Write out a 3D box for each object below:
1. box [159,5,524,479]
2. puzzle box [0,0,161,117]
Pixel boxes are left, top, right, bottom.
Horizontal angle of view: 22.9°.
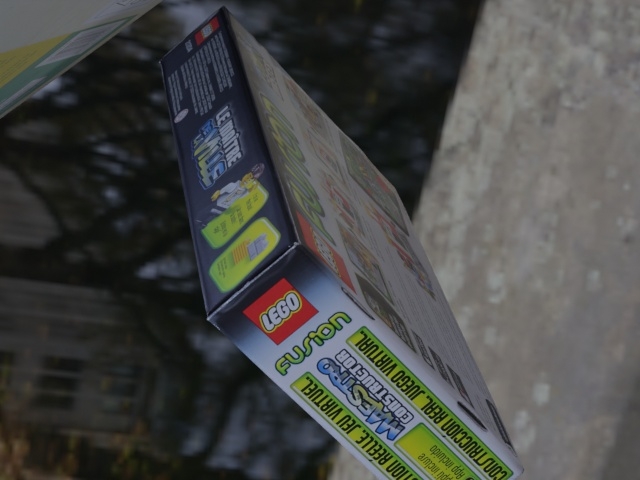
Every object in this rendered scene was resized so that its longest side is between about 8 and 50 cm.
[{"bbox_3d":[0.000,0.000,0.556,0.036,0.114,0.207,-39,26,11],"label":"box"},{"bbox_3d":[-0.135,-0.093,0.545,0.409,0.272,0.052,-28,90,40],"label":"puzzle box"}]
